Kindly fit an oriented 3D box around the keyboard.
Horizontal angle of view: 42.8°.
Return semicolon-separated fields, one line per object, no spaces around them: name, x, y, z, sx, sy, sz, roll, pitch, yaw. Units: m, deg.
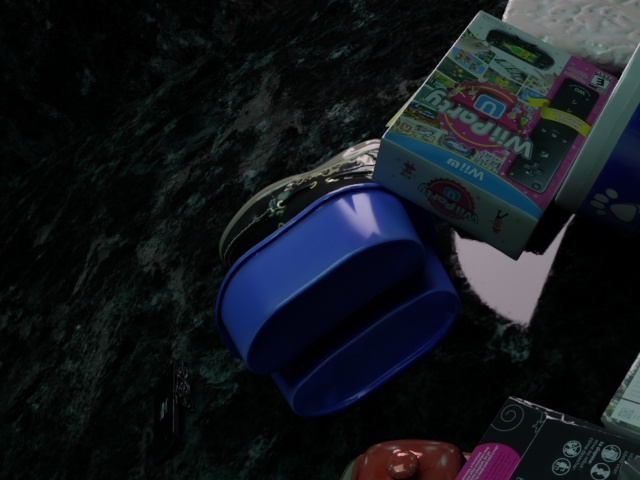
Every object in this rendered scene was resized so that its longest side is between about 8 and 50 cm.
keyboard;-0.239;0.277;1.348;0.100;0.038;0.192;-54;26;22

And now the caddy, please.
caddy;0.021;0.076;1.124;0.341;0.241;0.179;-36;37;4

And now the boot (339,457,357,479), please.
boot;0.060;0.313;0.962;0.087;0.042;0.118;-6;44;34

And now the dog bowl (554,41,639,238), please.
dog bowl;0.392;-0.138;0.986;0.104;0.265;0.265;29;64;13

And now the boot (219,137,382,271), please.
boot;0.000;0.000;1.358;0.377;0.138;0.284;-28;31;7

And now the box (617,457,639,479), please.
box;0.369;0.217;0.607;0.231;0.056;0.183;-5;21;-23

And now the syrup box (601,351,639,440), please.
syrup box;0.385;0.121;0.806;0.093;0.096;0.237;13;57;51

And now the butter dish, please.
butter dish;0.096;0.269;0.871;0.159;0.118;0.160;-3;41;15

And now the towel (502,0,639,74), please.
towel;0.460;-0.357;1.267;0.331;0.053;0.317;12;48;15

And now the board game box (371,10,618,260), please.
board game box;0.241;-0.151;1.106;0.224;0.097;0.303;30;58;12

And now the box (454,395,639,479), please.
box;0.197;0.295;0.731;0.163;0.142;0.247;12;58;52

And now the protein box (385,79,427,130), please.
protein box;0.259;-0.199;1.335;0.201;0.136;0.199;-48;32;-17
